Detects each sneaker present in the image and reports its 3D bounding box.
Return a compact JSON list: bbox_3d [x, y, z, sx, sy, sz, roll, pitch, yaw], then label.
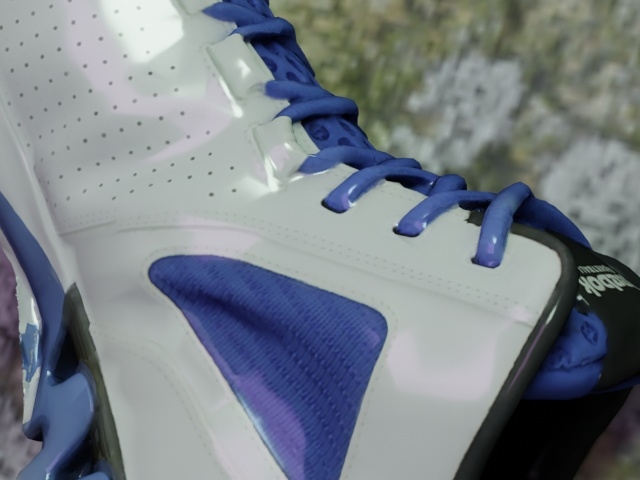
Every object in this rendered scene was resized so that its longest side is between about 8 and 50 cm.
[{"bbox_3d":[0.000,0.001,0.494,0.182,0.127,0.315,-17,76,21],"label":"sneaker"}]
